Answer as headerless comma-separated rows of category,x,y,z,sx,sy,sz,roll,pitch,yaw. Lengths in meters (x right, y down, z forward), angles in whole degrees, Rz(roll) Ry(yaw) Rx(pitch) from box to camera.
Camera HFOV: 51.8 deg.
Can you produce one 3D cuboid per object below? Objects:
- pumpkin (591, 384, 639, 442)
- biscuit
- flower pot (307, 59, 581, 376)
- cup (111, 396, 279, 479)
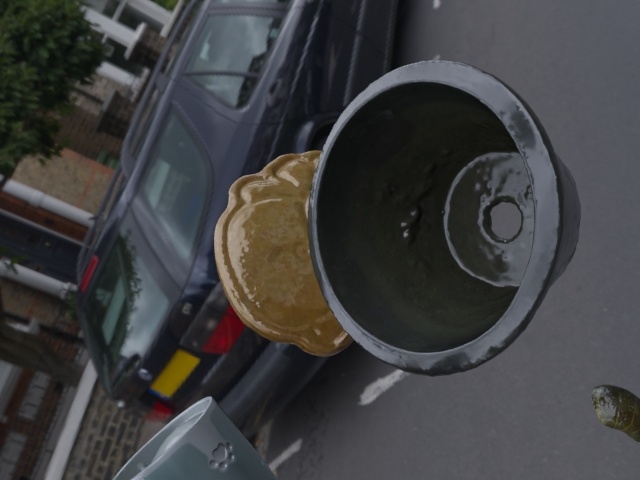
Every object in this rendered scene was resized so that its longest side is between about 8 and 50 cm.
pumpkin,0.344,0.189,0.735,0.028,0.083,0.050,-50,13,49
biscuit,0.000,0.000,1.034,0.351,0.312,0.057,-33,-14,-25
flower pot,0.132,-0.018,0.612,0.269,0.166,0.268,-1,88,46
cup,-0.225,0.491,1.346,0.259,0.274,0.356,-38,4,7
